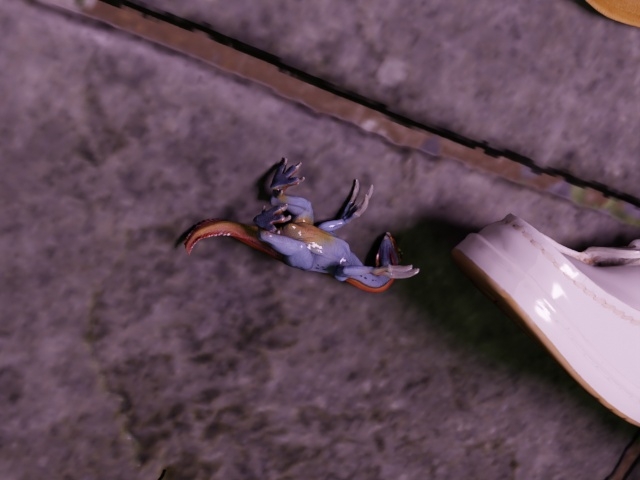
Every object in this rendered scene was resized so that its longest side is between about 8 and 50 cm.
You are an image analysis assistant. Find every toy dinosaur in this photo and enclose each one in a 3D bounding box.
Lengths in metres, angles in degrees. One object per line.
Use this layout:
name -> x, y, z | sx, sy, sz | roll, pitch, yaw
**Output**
toy dinosaur -> 0.000, 0.000, 0.604 | 0.090, 0.047, 0.082 | -11, 142, 23

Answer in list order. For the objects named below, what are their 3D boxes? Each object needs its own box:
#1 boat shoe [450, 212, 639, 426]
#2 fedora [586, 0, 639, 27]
boat shoe -> 0.168, 0.037, 0.660 | 0.096, 0.098, 0.277 | -50, 136, 11
fedora -> 0.185, -0.157, 0.549 | 0.194, 0.079, 0.194 | -11, 124, -17
